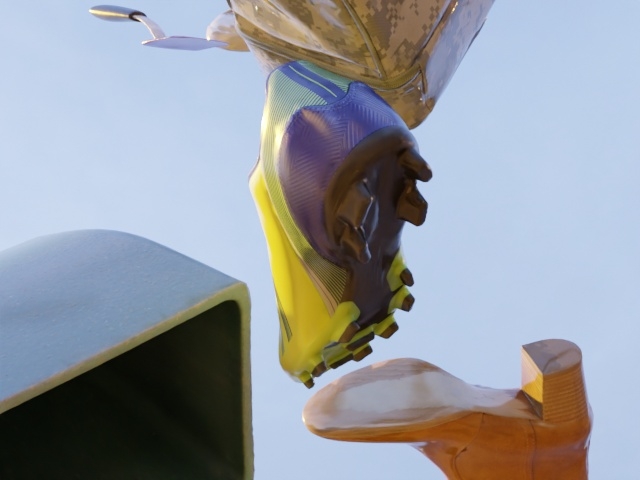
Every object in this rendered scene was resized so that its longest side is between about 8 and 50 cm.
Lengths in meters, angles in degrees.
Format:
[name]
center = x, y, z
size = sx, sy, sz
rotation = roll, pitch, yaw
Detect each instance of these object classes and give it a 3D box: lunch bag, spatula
[lunch bag]
center = 0.048, -0.292, 0.807
size = 0.212, 0.305, 0.256
rotation = 27, -12, 21
[spatula]
center = -0.215, -0.265, 1.138
size = 0.084, 0.296, 0.030
rotation = -2, -68, -39

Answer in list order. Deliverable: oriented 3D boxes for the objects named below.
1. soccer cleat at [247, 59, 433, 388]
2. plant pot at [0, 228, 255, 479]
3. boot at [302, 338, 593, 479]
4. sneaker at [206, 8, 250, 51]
[soccer cleat]
center = 0.001, -0.001, 0.617
size = 0.093, 0.121, 0.289
rotation = -31, -27, -24
[plant pot]
center = -0.233, 0.126, 0.803
size = 0.247, 0.252, 0.247
rotation = -26, -47, -36
[boot]
center = 0.139, 0.220, 0.938
size = 0.295, 0.104, 0.211
rotation = -11, -58, -3
[sneaker]
center = -0.066, -0.353, 1.310
size = 0.105, 0.290, 0.123
rotation = 17, -57, 25
